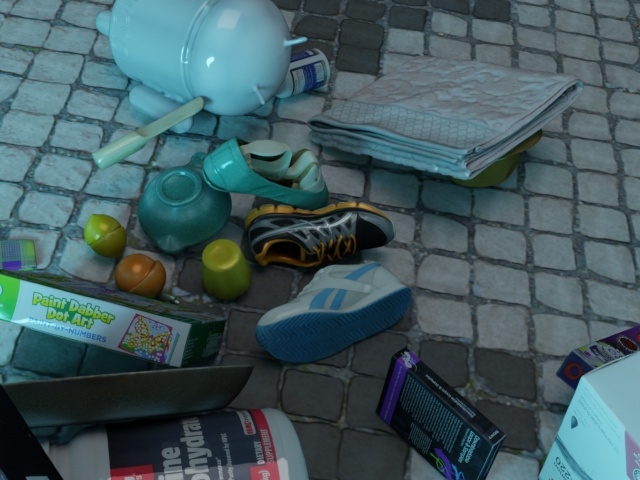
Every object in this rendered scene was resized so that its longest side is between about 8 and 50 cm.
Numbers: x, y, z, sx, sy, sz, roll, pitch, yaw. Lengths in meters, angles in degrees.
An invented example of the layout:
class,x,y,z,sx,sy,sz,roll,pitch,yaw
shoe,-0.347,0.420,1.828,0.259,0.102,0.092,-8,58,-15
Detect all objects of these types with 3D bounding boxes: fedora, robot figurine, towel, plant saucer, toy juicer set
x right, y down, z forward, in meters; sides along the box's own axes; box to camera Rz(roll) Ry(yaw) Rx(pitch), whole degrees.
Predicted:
class,x,y,z,sx,sy,sz,roll,pitch,yaw
fedora,0.255,-0.137,1.578,0.194,0.079,0.194,-9,30,5
robot figurine,-0.191,-0.316,1.587,0.353,0.200,0.300,24,88,29
towel,0.194,-0.212,1.595,0.332,0.053,0.317,18,40,40
plant saucer,-0.225,0.171,1.091,0.310,0.310,0.050,-4,82,-14
towel,-0.431,0.022,1.364,0.083,0.009,0.060,-6,46,-17
toy juicer set,-0.230,-0.043,1.419,0.209,0.089,0.329,-14,57,-6

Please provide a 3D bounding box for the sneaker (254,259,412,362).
class,x,y,z,sx,sy,sz,roll,pitch,yaw
sneaker,0.007,0.090,1.328,0.228,0.087,0.092,-15,42,-32

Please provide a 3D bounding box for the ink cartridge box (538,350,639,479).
class,x,y,z,sx,sy,sz,roll,pitch,yaw
ink cartridge box,0.342,0.255,1.118,0.092,0.218,0.158,-18,51,-19

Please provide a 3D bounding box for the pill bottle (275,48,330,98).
class,x,y,z,sx,sy,sz,roll,pitch,yaw
pill bottle,-0.049,-0.278,1.690,0.120,0.067,0.067,-22,53,-29

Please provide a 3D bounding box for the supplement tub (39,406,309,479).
class,x,y,z,sx,sy,sz,roll,pitch,yaw
supplement tub,-0.156,0.278,1.027,0.272,0.191,0.191,-4,46,-14

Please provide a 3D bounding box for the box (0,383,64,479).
class,x,y,z,sx,sy,sz,roll,pitch,yaw
box,-0.339,0.318,0.815,0.312,0.179,0.343,-35,80,-8

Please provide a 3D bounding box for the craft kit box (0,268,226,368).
class,x,y,z,sx,sy,sz,roll,pitch,yaw
craft kit box,-0.252,0.089,1.186,0.246,0.250,0.061,12,88,3

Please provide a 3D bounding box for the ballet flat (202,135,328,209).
class,x,y,z,sx,sy,sz,roll,pitch,yaw
ballet flat,-0.053,-0.097,1.424,0.247,0.087,0.083,7,53,-47

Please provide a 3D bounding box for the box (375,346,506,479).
class,x,y,z,sx,sy,sz,roll,pitch,yaw
box,0.139,0.217,1.194,0.029,0.116,0.162,-28,56,-33

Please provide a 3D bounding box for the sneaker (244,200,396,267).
class,x,y,z,sx,sy,sz,roll,pitch,yaw
sneaker,0.000,0.000,1.417,0.214,0.084,0.083,-3,48,1

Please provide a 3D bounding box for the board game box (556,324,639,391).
class,x,y,z,sx,sy,sz,roll,pitch,yaw
board game box,0.476,0.242,1.229,0.347,0.056,0.208,43,28,29
